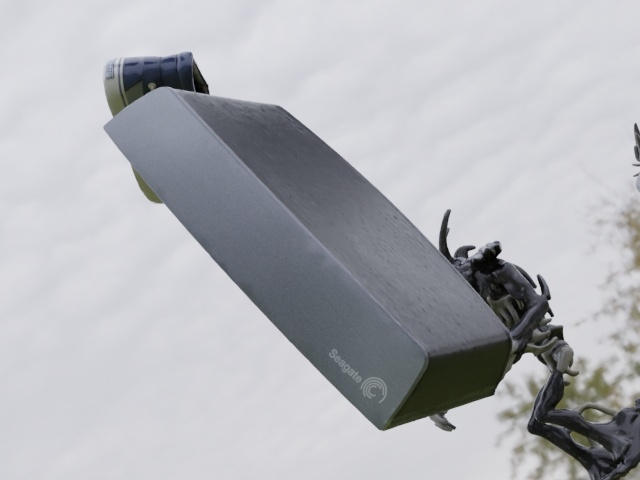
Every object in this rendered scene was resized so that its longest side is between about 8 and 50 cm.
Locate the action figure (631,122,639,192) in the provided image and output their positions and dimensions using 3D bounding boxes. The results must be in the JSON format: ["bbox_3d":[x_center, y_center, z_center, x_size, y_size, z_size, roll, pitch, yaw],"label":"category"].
[{"bbox_3d":[0.435,-0.063,1.228,0.185,0.285,0.099,49,-115,-27],"label":"action figure"}]

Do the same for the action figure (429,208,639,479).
[{"bbox_3d":[0.162,0.107,1.051,0.141,0.275,0.164,-34,-20,-16],"label":"action figure"}]

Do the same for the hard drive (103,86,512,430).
[{"bbox_3d":[0.000,0.000,0.734,0.054,0.254,0.172,-53,-24,20],"label":"hard drive"}]

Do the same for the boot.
[{"bbox_3d":[-0.142,-0.104,1.163,0.086,0.069,0.190,-6,-35,7],"label":"boot"}]
